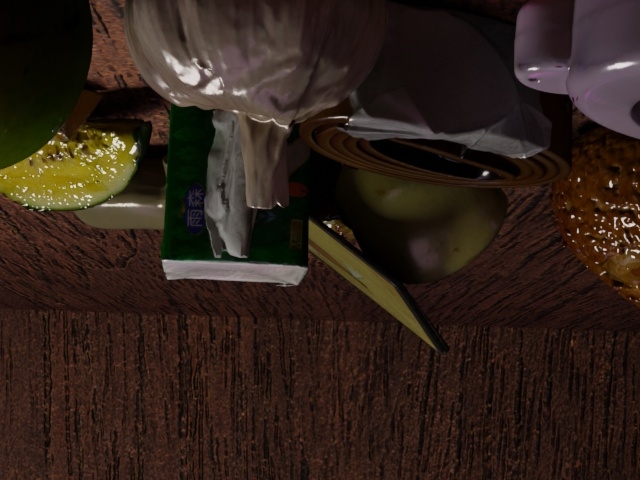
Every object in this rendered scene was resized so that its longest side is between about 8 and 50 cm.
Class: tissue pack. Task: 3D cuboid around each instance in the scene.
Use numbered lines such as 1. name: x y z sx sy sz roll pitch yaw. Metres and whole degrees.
1. tissue pack: -0.082 -0.071 1.565 0.148 0.209 0.156 3 168 -4

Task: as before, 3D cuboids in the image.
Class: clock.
1. clock: 0.346 -0.155 1.276 0.322 0.113 0.295 10 168 -33

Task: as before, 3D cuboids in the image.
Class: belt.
1. belt: 0.113 -0.127 1.458 0.217 0.122 0.338 -4 169 36

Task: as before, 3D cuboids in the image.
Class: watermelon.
1. watermelon: -0.307 -0.107 1.742 0.301 0.123 0.129 5 156 23

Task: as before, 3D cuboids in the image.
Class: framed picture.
1. framed picture: 0.000 0.000 1.837 0.338 0.014 0.255 37 173 26

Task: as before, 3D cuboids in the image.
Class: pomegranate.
1. pomegranate: -0.289 -0.110 1.137 0.236 0.302 0.236 13 -166 -3

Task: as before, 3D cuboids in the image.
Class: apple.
1. apple: 0.115 -0.043 1.781 0.200 0.200 0.200 2 170 0

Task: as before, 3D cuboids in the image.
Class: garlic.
1. garlic: -0.048 -0.131 1.205 0.218 0.212 0.218 -2 175 0

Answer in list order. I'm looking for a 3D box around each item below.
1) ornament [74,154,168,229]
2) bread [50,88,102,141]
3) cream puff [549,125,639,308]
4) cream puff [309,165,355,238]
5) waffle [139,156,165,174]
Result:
1. ornament: -0.198 -0.049 1.924 0.230 0.061 0.245 2 151 9
2. bread: -0.302 -0.163 1.636 0.084 0.080 0.109 -4 133 32
3. cream puff: 0.406 -0.025 1.728 0.303 0.212 0.303 4 166 1
4. cream puff: 0.016 -0.053 2.027 0.149 0.084 0.149 3 166 1
5. waffle: -0.187 -0.064 2.080 0.221 0.055 0.248 -1 170 17
